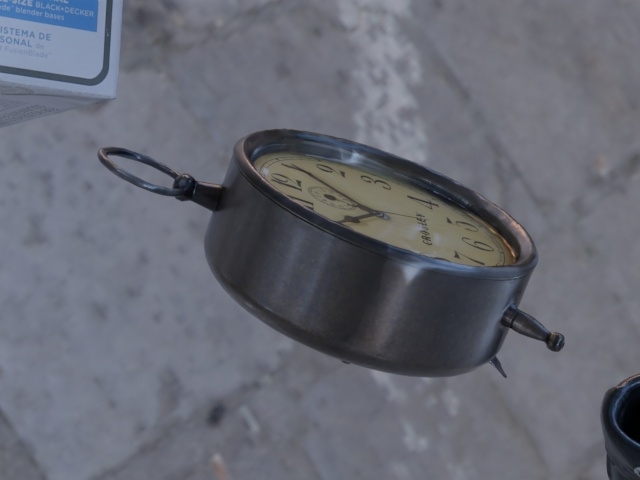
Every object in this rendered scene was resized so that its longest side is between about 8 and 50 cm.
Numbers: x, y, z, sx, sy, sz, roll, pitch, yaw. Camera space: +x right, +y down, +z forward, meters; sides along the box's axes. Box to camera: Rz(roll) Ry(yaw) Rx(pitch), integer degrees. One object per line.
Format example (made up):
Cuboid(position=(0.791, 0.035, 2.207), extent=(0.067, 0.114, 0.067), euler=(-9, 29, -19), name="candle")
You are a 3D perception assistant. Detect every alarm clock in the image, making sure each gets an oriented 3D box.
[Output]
Cuboid(position=(0.000, 0.000, 0.780), extent=(0.192, 0.064, 0.129), euler=(21, 18, -8), name="alarm clock")

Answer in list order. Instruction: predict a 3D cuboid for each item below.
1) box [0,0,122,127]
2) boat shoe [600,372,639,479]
Cuboid(position=(-0.139, -0.190, 0.714), extent=(0.087, 0.169, 0.290), euler=(6, 83, -32), name="box")
Cuboid(position=(0.275, 0.092, 0.836), extent=(0.127, 0.340, 0.113), euler=(-57, 132, -35), name="boat shoe")
